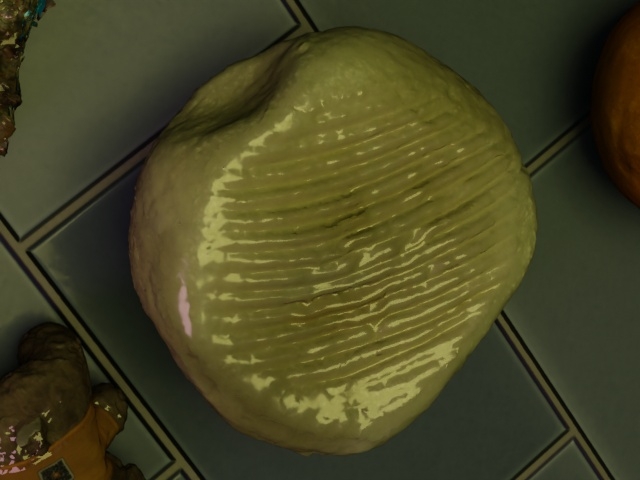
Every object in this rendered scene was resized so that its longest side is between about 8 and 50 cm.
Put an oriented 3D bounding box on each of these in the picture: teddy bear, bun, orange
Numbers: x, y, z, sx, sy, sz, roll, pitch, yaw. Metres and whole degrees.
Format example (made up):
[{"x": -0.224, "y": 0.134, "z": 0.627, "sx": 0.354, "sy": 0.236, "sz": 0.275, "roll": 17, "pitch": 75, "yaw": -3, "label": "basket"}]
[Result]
[{"x": -0.230, "y": 0.190, "z": 1.349, "sx": 0.177, "sy": 0.140, "sz": 0.190, "roll": -36, "pitch": 116, "yaw": -18, "label": "teddy bear"}, {"x": 0.000, "y": 0.000, "z": 1.363, "sx": 0.349, "sy": 0.227, "sz": 0.352, "roll": -15, "pitch": 99, "yaw": -20, "label": "bun"}, {"x": 0.384, "y": -0.131, "z": 1.503, "sx": 0.261, "sy": 0.261, "sz": 0.261, "roll": -3, "pitch": 97, "yaw": -22, "label": "orange"}]

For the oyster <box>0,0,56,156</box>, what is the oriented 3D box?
[{"x": -0.323, "y": -0.145, "z": 1.292, "sx": 0.259, "sy": 0.092, "sz": 0.198, "roll": -38, "pitch": 110, "yaw": -9, "label": "oyster"}]
